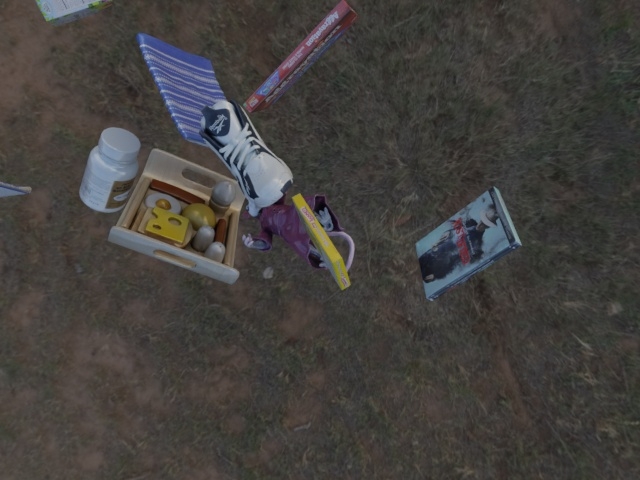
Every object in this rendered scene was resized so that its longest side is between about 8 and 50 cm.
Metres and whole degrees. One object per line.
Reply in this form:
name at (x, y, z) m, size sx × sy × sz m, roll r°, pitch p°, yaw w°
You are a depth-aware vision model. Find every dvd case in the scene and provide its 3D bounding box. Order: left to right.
dvd case at (0.159, 0.004, 0.525) m, size 0.013 × 0.087 × 0.119 m, roll 30°, pitch 129°, yaw -28°

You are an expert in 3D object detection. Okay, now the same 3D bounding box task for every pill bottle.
pill bottle at (-0.593, -0.200, 1.330) m, size 0.131 × 0.131 × 0.229 m, roll 41°, pitch 126°, yaw 3°

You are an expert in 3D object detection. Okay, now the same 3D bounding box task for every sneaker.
sneaker at (-0.141, -0.160, 0.797) m, size 0.094 × 0.235 × 0.153 m, roll -38°, pitch 130°, yaw 11°

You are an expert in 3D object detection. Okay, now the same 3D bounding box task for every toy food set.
toy food set at (-0.249, -0.060, 0.893) m, size 0.219 × 0.306 × 0.092 m, roll 22°, pitch 119°, yaw -19°

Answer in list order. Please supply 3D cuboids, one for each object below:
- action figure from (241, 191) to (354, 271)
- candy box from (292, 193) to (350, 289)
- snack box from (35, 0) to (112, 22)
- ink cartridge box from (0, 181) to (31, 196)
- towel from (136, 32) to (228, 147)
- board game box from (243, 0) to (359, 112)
action figure at (-0.091, -0.067, 1.414) m, size 0.370 × 0.275 × 0.248 m, roll 19°, pitch 89°, yaw 43°
candy box at (0.000, 0.000, 0.988) m, size 0.027 × 0.105 × 0.206 m, roll -29°, pitch 52°, yaw -4°
snack box at (-0.384, -0.374, 0.737) m, size 0.100 × 0.141 × 0.037 m, roll -25°, pitch 118°, yaw -13°
ink cartridge box at (-0.511, -0.098, 0.418) m, size 0.330 × 0.324 × 0.072 m, roll -4°, pitch 78°, yaw 24°
towel at (-0.314, -0.371, 1.194) m, size 0.040 × 0.243 × 0.336 m, roll -37°, pitch 71°, yaw 26°
board game box at (-0.039, -0.378, 0.982) m, size 0.281 × 0.145 × 0.027 m, roll -39°, pitch 97°, yaw 21°
